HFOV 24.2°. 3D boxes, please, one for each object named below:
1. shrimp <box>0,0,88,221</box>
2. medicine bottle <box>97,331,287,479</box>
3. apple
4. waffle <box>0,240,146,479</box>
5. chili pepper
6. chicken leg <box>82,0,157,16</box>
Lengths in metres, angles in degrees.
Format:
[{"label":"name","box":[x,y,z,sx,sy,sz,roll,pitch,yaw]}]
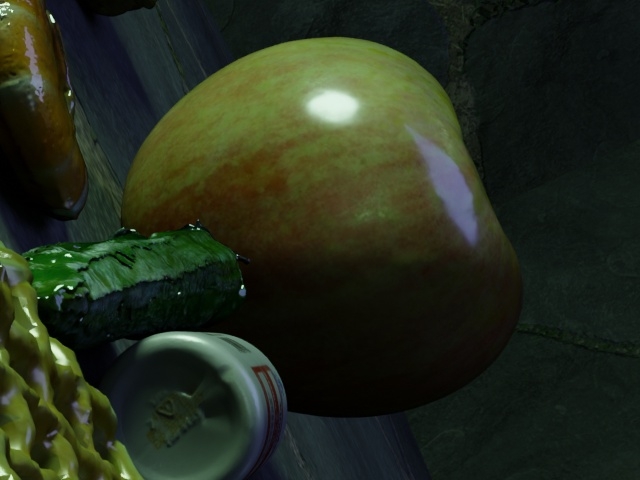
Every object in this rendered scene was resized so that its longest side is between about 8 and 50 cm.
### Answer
[{"label":"shrimp","box":[-0.165,-0.119,0.788,0.150,0.068,0.248,87,-14,-64]},{"label":"medicine bottle","box":[-0.058,0.084,0.730,0.140,0.079,0.079,40,25,-83]},{"label":"apple","box":[0.000,0.000,0.978,0.257,0.234,0.257,-23,90,-89]},{"label":"waffle","box":[-0.091,0.079,0.438,0.204,0.054,0.223,64,1,-12]},{"label":"chili pepper","box":[-0.094,0.022,0.687,0.227,0.088,0.059,-8,92,-83]},{"label":"chicken leg","box":[-0.184,-0.246,1.283,0.227,0.088,0.103,-49,135,-81]}]
